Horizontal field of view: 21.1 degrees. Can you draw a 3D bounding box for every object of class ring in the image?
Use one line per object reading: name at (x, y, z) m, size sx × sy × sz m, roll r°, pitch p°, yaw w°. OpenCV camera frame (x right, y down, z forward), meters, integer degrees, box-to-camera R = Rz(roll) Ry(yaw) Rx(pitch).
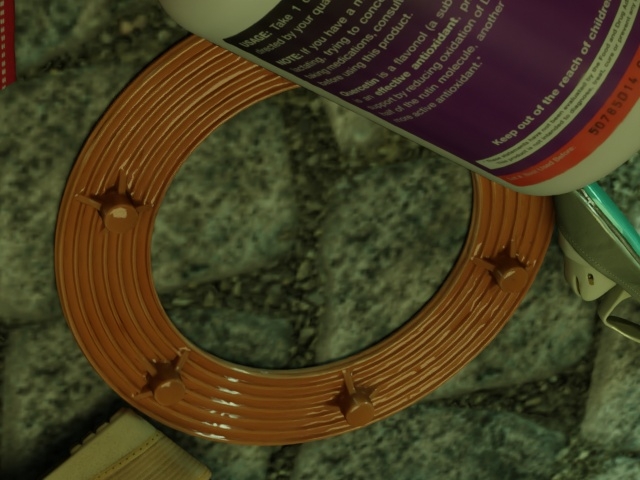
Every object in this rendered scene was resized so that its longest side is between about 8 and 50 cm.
ring at (0.000, 0.000, 1.091) m, size 0.337 × 0.032 × 0.336 m, roll -10°, pitch 124°, yaw -15°

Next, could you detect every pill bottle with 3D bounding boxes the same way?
pill bottle at (0.037, -0.158, 0.906) m, size 0.323 × 0.181 × 0.181 m, roll 24°, pitch 110°, yaw -29°

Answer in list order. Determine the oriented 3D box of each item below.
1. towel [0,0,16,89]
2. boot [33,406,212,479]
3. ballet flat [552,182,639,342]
towel at (-0.242, -0.115, 0.825) m, size 0.275 × 0.031 × 0.198 m, roll -42°, pitch 144°, yaw -50°
boot at (-0.148, 0.254, 1.114) m, size 0.248 × 0.090 × 0.207 m, roll -38°, pitch 94°, yaw -2°
ballet flat at (0.204, 0.024, 1.154) m, size 0.068 × 0.072 × 0.213 m, roll -42°, pitch 129°, yaw 15°
